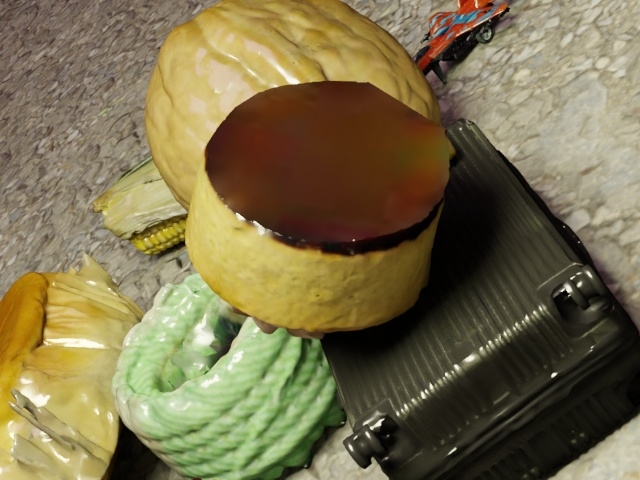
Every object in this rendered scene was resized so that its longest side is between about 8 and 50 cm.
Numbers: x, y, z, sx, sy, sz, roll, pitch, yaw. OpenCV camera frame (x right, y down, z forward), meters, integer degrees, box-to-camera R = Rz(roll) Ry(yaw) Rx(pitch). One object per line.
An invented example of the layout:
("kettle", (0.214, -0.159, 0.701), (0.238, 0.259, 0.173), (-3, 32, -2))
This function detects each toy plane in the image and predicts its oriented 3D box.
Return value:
("toy plane", (0.150, -0.230, 1.530), (0.130, 0.061, 0.189), (7, 59, 52))

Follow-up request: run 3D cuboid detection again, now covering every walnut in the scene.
("walnut", (-0.031, -0.121, 1.385), (0.313, 0.277, 0.252), (42, 127, 30))

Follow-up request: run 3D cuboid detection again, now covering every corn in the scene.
("corn", (-0.142, -0.088, 1.622), (0.305, 0.122, 0.123), (-32, 76, 17))

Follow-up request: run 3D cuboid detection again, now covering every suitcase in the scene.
("suitcase", (0.115, 0.058, 1.097), (0.229, 0.152, 0.335), (-37, 30, 8))

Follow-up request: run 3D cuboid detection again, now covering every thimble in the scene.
("thimble", (-0.084, 0.124, 1.251), (0.219, 0.150, 0.219), (-29, 32, 20))

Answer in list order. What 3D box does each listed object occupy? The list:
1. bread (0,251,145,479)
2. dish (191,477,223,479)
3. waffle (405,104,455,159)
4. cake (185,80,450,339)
("bread", (-0.292, 0.187, 1.344), (0.389, 0.183, 0.236), (-89, 15, -65))
("dish", (-0.104, 0.305, 1.102), (0.213, 0.090, 0.213), (-30, 34, 23))
("waffle", (0.025, -0.040, 1.168), (0.191, 0.032, 0.125), (-39, 27, 1))
("cake", (0.000, 0.000, 1.025), (0.207, 0.178, 0.185), (-13, 47, -11))
